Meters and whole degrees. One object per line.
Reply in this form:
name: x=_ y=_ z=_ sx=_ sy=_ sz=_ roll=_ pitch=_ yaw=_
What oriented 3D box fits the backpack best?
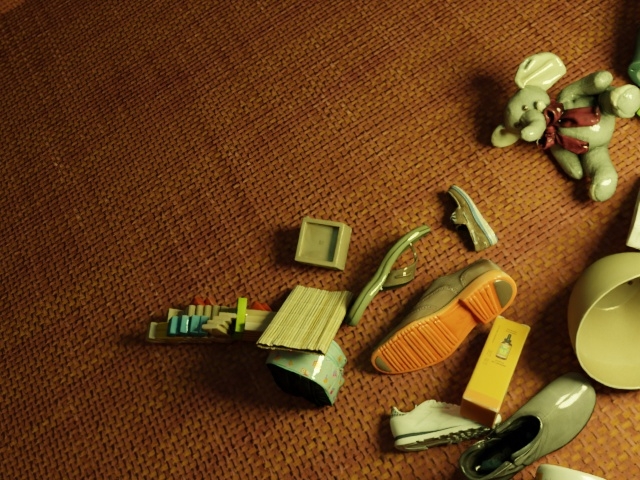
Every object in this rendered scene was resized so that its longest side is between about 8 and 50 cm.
backpack: x=-0.032 y=0.278 z=1.468 sx=0.166 sy=0.188 sz=0.144 roll=19 pitch=72 yaw=22

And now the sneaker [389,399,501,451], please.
sneaker: x=0.266 y=0.384 z=1.408 sx=0.235 sy=0.090 sz=0.094 roll=-11 pitch=53 yaw=6

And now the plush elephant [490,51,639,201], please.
plush elephant: x=0.552 y=-0.287 z=1.549 sx=0.256 sy=0.271 sz=0.330 roll=2 pitch=37 yaw=0

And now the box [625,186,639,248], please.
box: x=0.788 y=-0.043 z=1.385 sx=0.232 sy=0.058 sz=0.322 roll=19 pitch=35 yaw=21

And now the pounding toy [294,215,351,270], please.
pounding toy: x=0.000 y=0.000 z=1.652 sx=0.141 sy=0.100 sz=0.130 roll=9 pitch=83 yaw=20

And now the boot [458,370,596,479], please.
boot: x=0.424 y=0.371 z=1.292 sx=0.338 sy=0.222 sz=0.118 roll=-42 pitch=63 yaw=-7

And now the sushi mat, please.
sushi mat: x=-0.026 y=0.173 z=1.483 sx=0.152 sy=0.316 sz=0.019 roll=4 pitch=109 yaw=13

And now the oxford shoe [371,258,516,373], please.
oxford shoe: x=0.267 y=0.174 z=1.502 sx=0.364 sy=0.130 sz=0.132 roll=-33 pitch=30 yaw=5

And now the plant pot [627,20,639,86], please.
plant pot: x=0.879 y=-0.482 z=1.561 sx=0.272 sy=0.272 sz=0.255 roll=30 pitch=90 yaw=24

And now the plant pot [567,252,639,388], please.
plant pot: x=0.631 y=0.135 z=1.351 sx=0.284 sy=0.284 sz=0.191 roll=-17 pitch=28 yaw=6

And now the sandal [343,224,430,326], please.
sandal: x=0.169 y=0.090 z=1.559 sx=0.086 sy=0.120 sz=0.302 roll=36 pitch=84 yaw=8

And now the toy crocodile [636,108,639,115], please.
toy crocodile: x=0.899 y=-0.250 z=1.523 sx=0.341 sy=0.115 sz=0.105 roll=37 pitch=60 yaw=23

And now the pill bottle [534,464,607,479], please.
pill bottle: x=0.460 y=0.576 z=1.230 sx=0.152 sy=0.152 sz=0.271 roll=12 pitch=69 yaw=19

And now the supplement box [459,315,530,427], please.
supplement box: x=0.371 y=0.274 z=1.392 sx=0.078 sy=0.080 sz=0.233 roll=19 pitch=52 yaw=21

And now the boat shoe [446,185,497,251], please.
boat shoe: x=0.352 y=-0.054 z=1.594 sx=0.066 sy=0.066 sz=0.183 roll=-32 pitch=62 yaw=0

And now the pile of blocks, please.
pile of blocks: x=-0.263 y=0.181 z=1.592 sx=0.363 sy=0.149 sz=0.112 roll=-4 pitch=65 yaw=13
